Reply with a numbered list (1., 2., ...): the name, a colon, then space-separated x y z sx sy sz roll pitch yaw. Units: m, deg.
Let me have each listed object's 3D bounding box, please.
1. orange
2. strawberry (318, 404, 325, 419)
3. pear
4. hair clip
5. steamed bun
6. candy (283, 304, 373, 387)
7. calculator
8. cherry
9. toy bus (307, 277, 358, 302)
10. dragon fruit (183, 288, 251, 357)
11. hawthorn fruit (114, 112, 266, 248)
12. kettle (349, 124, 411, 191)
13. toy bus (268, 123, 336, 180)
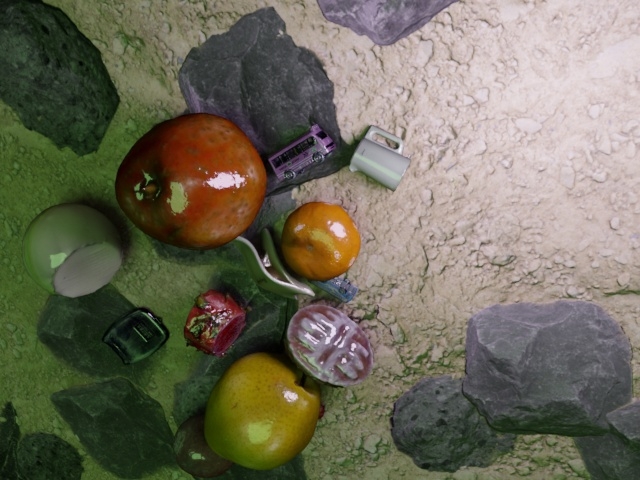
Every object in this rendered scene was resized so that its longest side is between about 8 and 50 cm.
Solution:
1. orange: 0.000 0.000 1.671 0.240 0.171 0.240 8 119 14
2. strawberry: -0.027 0.589 2.003 0.073 0.073 0.083 39 130 -4
3. pear: -0.187 0.544 1.863 0.418 0.362 0.362 -34 101 30
4. hair clip: -0.157 0.082 1.762 0.282 0.113 0.172 59 157 -4
5. steamed bun: -0.799 0.008 1.847 0.310 0.309 0.309 6 115 13
6. candy: 0.021 0.328 1.794 0.290 0.214 0.157 39 157 -1
7. calculator: -0.659 0.342 2.086 0.268 0.040 0.177 -36 102 21
8. cherry: -0.412 0.740 2.095 0.236 0.213 0.285 39 127 6
9. toy bus: 0.037 0.134 1.791 0.153 0.051 0.061 31 130 0
10. dragon fruit: -0.326 0.273 1.878 0.147 0.211 0.282 20 144 13
11. hawthorn fruit: -0.358 -0.154 1.582 0.403 0.403 0.402 6 115 13
12. kettle: 0.164 -0.218 1.572 0.148 0.098 0.126 30 123 5
13. toy bus: -0.053 -0.242 1.625 0.178 0.087 0.098 -27 98 26
